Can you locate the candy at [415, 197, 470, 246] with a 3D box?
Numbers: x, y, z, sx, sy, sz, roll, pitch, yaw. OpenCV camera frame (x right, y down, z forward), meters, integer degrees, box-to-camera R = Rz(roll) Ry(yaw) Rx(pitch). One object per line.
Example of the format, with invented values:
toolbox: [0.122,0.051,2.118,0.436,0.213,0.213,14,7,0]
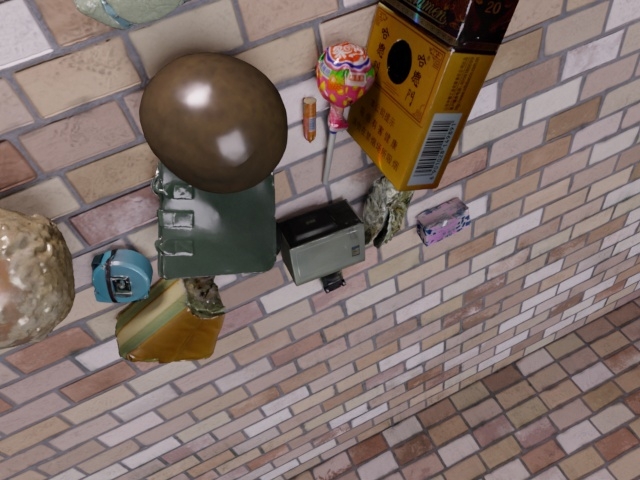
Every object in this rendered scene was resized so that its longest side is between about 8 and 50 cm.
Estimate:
candy: [0.374,-0.058,1.461,0.160,0.073,0.092,-25,136,-8]

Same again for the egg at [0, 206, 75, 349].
egg: [-0.585,0.068,0.870,0.279,0.279,0.310,-16,159,-17]

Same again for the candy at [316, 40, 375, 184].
candy: [0.033,-0.258,1.066,0.124,0.124,0.365,-14,144,-19]

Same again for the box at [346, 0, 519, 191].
box: [0.195,-0.341,0.948,0.115,0.264,0.415,-7,135,-25]

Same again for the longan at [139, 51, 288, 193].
longan: [-0.184,-0.212,0.872,0.258,0.258,0.258,-16,136,-16]

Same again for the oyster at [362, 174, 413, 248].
oyster: [0.172,-0.096,1.236,0.112,0.198,0.268,24,129,-1]

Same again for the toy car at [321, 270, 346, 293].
toy car: [0.027,0.086,1.399,0.071,0.062,0.165,-23,139,-8]

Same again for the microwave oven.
microwave oven: [0.000,0.000,1.255,0.205,0.129,0.163,-19,135,-14]

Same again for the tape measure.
tape measure: [-0.452,0.083,1.102,0.125,0.081,0.146,2,127,-10]

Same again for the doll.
doll: [-0.278,-0.397,0.754,0.214,0.071,0.103,-26,137,-1]

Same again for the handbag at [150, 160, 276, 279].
handbag: [-0.225,-0.044,1.029,0.260,0.079,0.248,-1,94,-30]

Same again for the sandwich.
sandwich: [-0.372,0.181,1.192,0.227,0.155,0.198,2,127,-32]

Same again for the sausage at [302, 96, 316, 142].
sausage: [-0.024,-0.262,1.064,0.031,0.031,0.107,-15,136,-18]

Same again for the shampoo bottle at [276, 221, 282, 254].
shampoo bottle: [-0.234,-0.006,1.131,0.283,0.101,0.101,2,128,-32]
